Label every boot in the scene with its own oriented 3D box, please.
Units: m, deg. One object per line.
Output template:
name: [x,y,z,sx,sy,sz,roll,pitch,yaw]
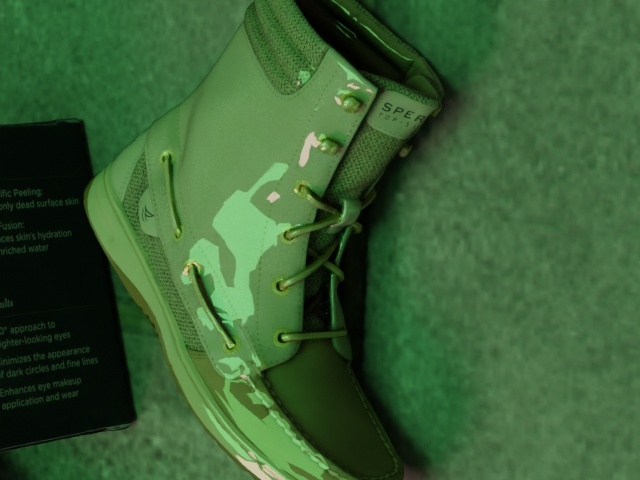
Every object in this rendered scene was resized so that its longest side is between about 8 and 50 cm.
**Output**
boot: [0.000,0.000,0.860,0.165,0.077,0.213,-48,64,27]

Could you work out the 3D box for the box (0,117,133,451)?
box: [-0.185,0.028,0.948,0.093,0.156,0.158,-12,86,37]
